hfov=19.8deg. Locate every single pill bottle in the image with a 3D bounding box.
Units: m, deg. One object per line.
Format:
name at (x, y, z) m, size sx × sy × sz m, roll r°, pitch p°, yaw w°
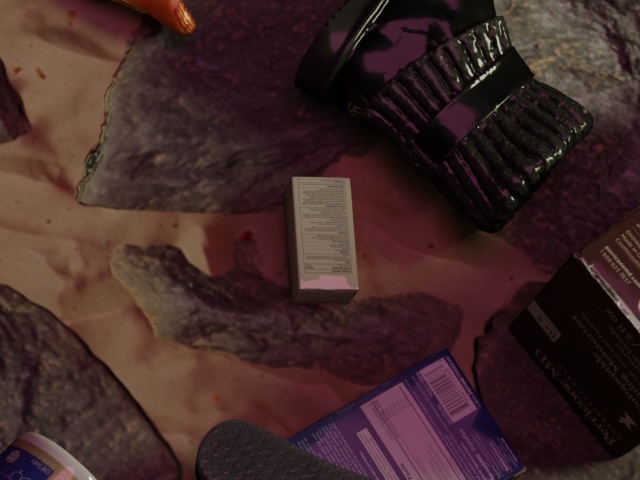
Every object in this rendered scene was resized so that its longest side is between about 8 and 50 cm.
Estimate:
pill bottle at (-0.268, 0.260, 1.515) m, size 0.112 × 0.112 × 0.186 m, roll 40°, pitch 66°, yaw 5°

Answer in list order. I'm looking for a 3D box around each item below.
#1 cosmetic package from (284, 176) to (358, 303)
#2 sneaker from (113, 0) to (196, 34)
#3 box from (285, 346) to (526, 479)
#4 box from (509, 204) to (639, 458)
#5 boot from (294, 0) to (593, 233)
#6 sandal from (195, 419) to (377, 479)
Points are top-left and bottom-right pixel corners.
cosmetic package at (0.000, 0.000, 1.718) m, size 0.060 × 0.041 × 0.115 m, roll 2°, pitch 68°, yaw -12°
sneaker at (-0.194, -0.250, 1.776) m, size 0.175 × 0.064 × 0.067 m, roll 39°, pitch 85°, yaw 10°
box at (0.056, 0.207, 1.648) m, size 0.225 × 0.036 × 0.136 m, roll -28°, pitch 76°, yaw -20°
box at (0.309, 0.066, 1.672) m, size 0.167 × 0.203 × 0.168 m, roll -35°, pitch 79°, yaw -22°
boot at (0.170, -0.197, 1.784) m, size 0.260 × 0.131 × 0.348 m, roll 34°, pitch 76°, yaw 10°
sandal at (0.008, 0.240, 1.586) m, size 0.254 × 0.054 × 0.097 m, roll 33°, pitch 59°, yaw 14°
